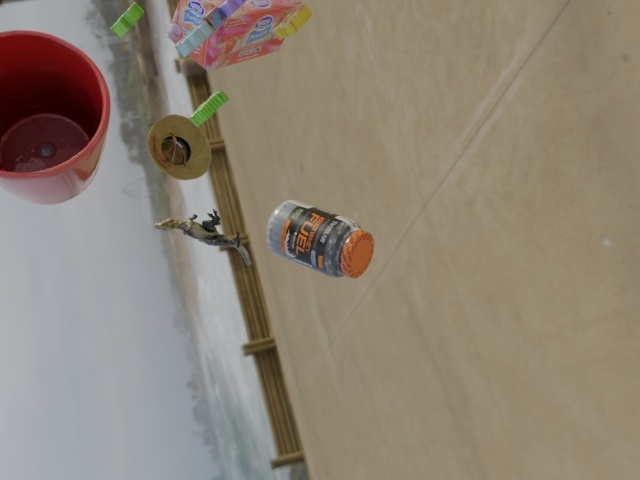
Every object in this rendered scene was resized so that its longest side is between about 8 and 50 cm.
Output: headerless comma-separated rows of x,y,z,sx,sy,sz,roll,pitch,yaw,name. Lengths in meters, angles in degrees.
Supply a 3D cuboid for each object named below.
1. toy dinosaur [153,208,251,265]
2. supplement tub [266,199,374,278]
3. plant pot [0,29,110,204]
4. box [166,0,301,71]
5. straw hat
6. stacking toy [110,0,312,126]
-0.244,-0.013,1.641,0.118,0.268,0.064,-21,50,51,toy dinosaur
0.000,0.000,1.363,0.190,0.117,0.117,20,132,31,supplement tub
-0.505,-0.194,1.263,0.243,0.274,0.275,124,131,-71,plant pot
-0.201,-0.533,1.709,0.142,0.300,0.154,41,128,11,box
-0.291,-0.172,1.394,0.061,0.144,0.145,-23,79,44,straw hat
-0.137,-0.283,0.920,0.167,0.221,0.052,47,168,-24,stacking toy
